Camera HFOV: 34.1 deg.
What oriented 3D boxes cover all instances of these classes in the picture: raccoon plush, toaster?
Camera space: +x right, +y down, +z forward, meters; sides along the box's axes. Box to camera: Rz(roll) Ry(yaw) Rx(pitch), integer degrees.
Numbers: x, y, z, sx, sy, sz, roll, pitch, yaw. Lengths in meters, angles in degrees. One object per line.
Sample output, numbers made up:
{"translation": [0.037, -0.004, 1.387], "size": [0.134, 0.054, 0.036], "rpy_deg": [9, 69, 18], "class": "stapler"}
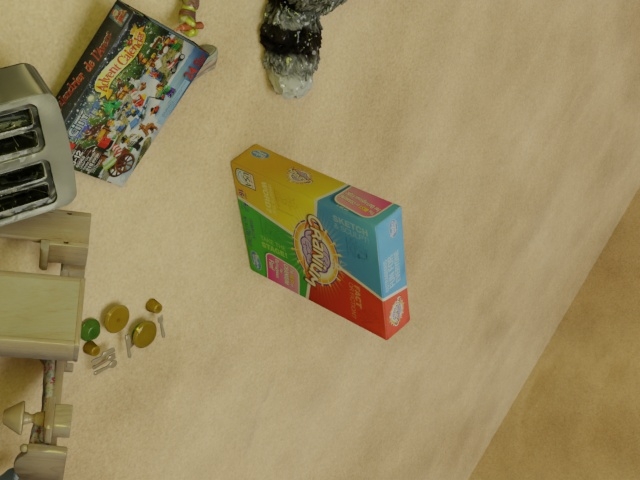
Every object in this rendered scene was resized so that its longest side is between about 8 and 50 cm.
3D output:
{"translation": [0.074, -0.406, 1.581], "size": [0.216, 0.299, 0.446], "rpy_deg": [-35, 136, -35], "class": "raccoon plush"}
{"translation": [-0.394, -0.115, 1.284], "size": [0.185, 0.110, 0.168], "rpy_deg": [-19, 129, -23], "class": "toaster"}

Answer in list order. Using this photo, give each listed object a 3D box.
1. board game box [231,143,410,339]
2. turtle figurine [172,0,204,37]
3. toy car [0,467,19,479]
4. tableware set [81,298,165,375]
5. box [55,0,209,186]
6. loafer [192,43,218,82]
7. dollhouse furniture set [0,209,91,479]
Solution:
{"translation": [0.000, 0.000, 1.723], "size": [0.064, 0.316, 0.242], "rpy_deg": [-38, 137, -33], "class": "board game box"}
{"translation": [-0.155, -0.387, 1.482], "size": [0.217, 0.087, 0.269], "rpy_deg": [-18, 139, -28], "class": "turtle figurine"}
{"translation": [-0.502, 0.395, 1.488], "size": [0.155, 0.149, 0.188], "rpy_deg": [52, 57, -41], "class": "toy car"}
{"translation": [-0.315, 0.141, 1.662], "size": [0.154, 0.024, 0.104], "rpy_deg": [-29, 129, -38], "class": "tableware set"}
{"translation": [-0.275, -0.196, 1.437], "size": [0.233, 0.044, 0.159], "rpy_deg": [-55, 147, 10], "class": "box"}
{"translation": [-0.198, -0.248, 1.554], "size": [0.125, 0.045, 0.039], "rpy_deg": [-41, 146, -33], "class": "loafer"}
{"translation": [-0.432, 0.166, 1.466], "size": [0.174, 0.303, 0.355], "rpy_deg": [6, 145, -14], "class": "dollhouse furniture set"}
